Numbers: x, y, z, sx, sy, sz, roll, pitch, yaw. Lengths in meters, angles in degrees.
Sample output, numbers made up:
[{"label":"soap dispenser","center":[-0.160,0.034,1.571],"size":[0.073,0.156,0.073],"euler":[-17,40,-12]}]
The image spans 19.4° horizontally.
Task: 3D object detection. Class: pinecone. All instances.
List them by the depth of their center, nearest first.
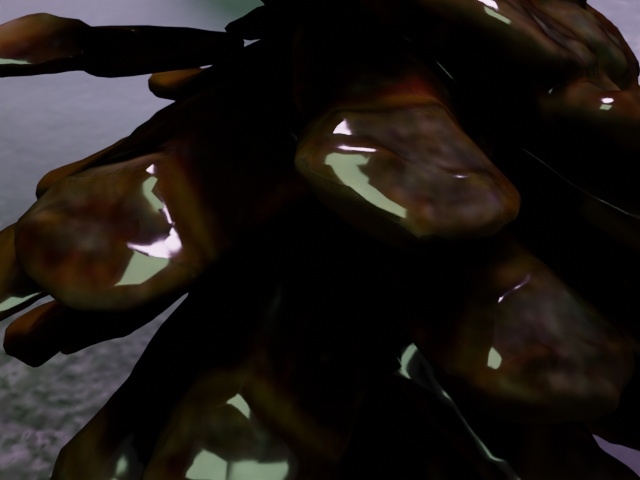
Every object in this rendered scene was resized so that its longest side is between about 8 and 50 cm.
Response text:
[{"label":"pinecone","center":[-0.001,0.003,0.470],"size":[0.229,0.201,0.202],"euler":[29,23,14]}]
